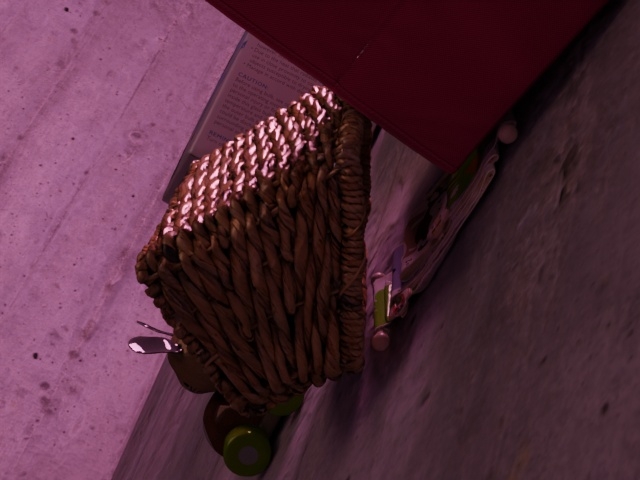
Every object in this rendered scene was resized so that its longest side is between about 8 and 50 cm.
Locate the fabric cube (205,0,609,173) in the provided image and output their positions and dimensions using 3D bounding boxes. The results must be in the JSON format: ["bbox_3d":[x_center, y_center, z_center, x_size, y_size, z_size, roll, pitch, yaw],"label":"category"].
[{"bbox_3d":[0.096,-0.265,0.885,0.258,0.259,0.254,-49,14,28],"label":"fabric cube"}]

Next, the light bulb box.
[{"bbox_3d":[-0.048,-0.199,1.613,0.361,0.225,0.358,-66,10,-15],"label":"light bulb box"}]

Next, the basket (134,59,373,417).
[{"bbox_3d":[0.000,0.000,0.973,0.223,0.213,0.299,-30,17,14],"label":"basket"}]

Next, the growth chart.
[{"bbox_3d":[0.106,-0.028,0.941,0.237,0.021,0.172,-60,9,13],"label":"growth chart"}]

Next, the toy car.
[{"bbox_3d":[-0.125,0.147,1.171,0.149,0.188,0.155,-61,9,6],"label":"toy car"}]
